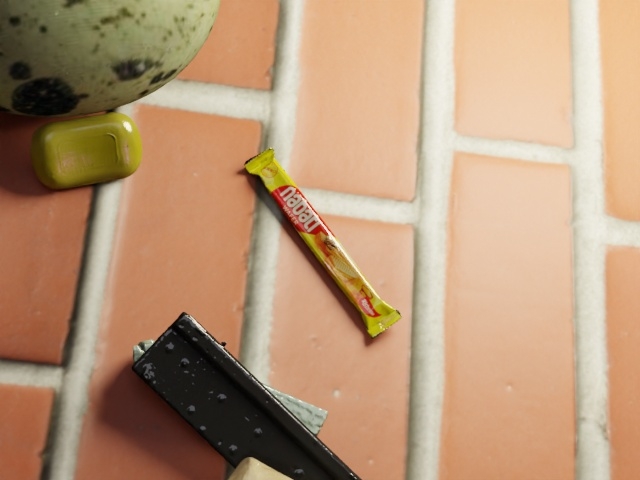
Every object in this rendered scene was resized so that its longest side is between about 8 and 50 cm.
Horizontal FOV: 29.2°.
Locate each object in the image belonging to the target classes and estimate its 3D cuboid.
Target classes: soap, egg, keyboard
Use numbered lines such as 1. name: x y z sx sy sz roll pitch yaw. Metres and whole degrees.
1. soap: -0.298 -0.115 1.566 0.140 0.089 0.045 -11 22 -14
2. egg: -0.306 -0.297 1.534 0.379 0.288 0.288 -32 73 -17
3. keyboard: -0.077 0.218 1.433 0.309 0.018 0.101 43 86 3

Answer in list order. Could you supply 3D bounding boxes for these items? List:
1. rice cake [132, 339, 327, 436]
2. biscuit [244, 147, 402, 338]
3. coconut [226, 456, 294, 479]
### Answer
1. rice cake: -0.110 0.176 1.470 0.245 0.045 0.042 21 76 0
2. biscuit: 0.000 0.000 1.586 0.048 0.026 0.292 -37 74 -3
3. coconut: -0.044 0.380 1.258 0.328 0.329 0.329 4 64 -7
